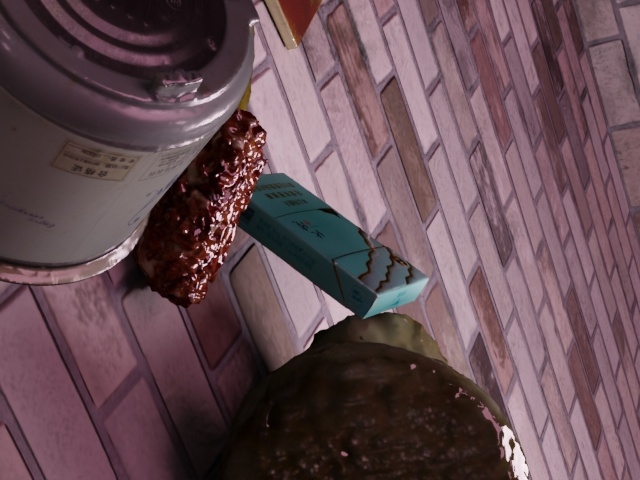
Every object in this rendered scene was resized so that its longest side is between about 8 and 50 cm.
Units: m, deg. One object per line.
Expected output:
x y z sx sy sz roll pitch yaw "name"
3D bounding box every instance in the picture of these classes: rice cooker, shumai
-0.208 -0.119 0.986 0.264 0.316 0.316 62 22 15 "rice cooker"
0.058 0.247 1.387 0.323 0.324 0.398 -79 169 -68 "shumai"

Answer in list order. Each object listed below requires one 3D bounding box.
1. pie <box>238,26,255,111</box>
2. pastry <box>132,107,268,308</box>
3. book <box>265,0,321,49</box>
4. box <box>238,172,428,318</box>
-0.168 -0.221 1.351 0.323 0.070 0.323 29 56 -58 "pie"
-0.124 -0.038 1.294 0.115 0.097 0.209 31 78 -63 "pastry"
-0.040 -0.465 1.755 0.263 0.028 0.374 65 29 -31 "book"
0.001 0.000 1.472 0.041 0.229 0.162 -60 161 18 "box"
